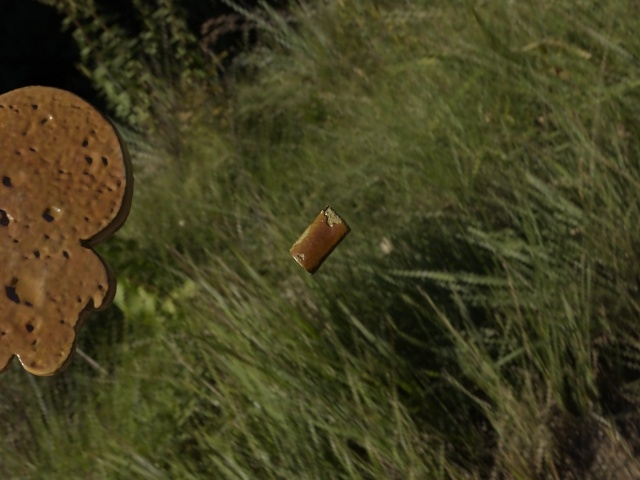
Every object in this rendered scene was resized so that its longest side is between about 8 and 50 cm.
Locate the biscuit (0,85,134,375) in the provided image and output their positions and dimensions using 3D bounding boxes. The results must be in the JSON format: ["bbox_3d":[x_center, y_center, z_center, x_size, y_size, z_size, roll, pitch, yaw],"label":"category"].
[{"bbox_3d":[-0.277,-0.011,1.140,0.202,0.044,0.288,-5,75,1],"label":"biscuit"}]

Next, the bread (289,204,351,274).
[{"bbox_3d":[0.000,0.000,1.532,0.047,0.036,0.083,42,95,15],"label":"bread"}]
